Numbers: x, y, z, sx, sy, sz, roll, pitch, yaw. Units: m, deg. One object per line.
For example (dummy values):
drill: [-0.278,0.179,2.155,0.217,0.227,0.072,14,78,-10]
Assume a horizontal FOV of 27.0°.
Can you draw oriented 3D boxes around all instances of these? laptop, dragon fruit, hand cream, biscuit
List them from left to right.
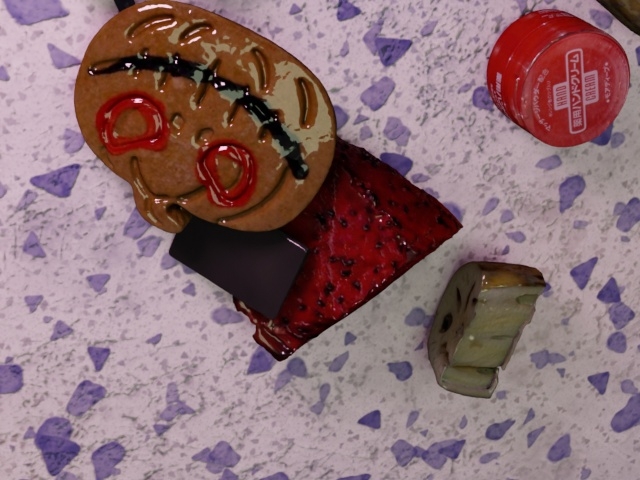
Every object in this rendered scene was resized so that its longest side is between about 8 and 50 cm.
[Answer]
biscuit: [-0.166,-0.150,1.827,0.367,0.063,0.314,27,108,-8]
laptop: [-0.120,0.016,1.947,0.197,0.016,0.135,33,116,12]
dragon fruit: [0.004,-0.004,2.024,0.286,0.228,0.329,43,121,5]
hand cream: [0.357,-0.247,2.019,0.193,0.125,0.193,-8,116,-17]

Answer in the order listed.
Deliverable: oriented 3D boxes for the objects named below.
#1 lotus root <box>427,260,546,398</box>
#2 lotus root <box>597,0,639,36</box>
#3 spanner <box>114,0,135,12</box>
lotus root: [0.260,0.131,2.161,0.119,0.138,0.234,13,110,-21]
lotus root: [0.493,-0.391,1.987,0.173,0.173,0.309,-48,121,6]
spanner: [-0.254,-0.290,1.824,0.046,0.012,0.208,-26,121,-6]
